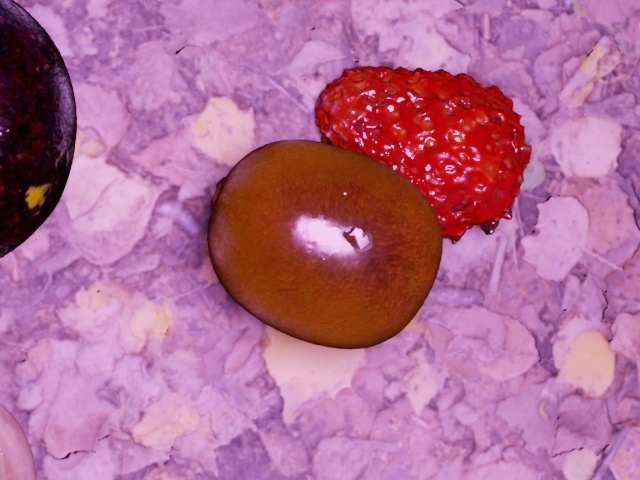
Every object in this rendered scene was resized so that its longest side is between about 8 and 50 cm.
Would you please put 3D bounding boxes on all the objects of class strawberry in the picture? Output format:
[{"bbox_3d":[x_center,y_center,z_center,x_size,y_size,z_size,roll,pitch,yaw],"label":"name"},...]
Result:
[{"bbox_3d":[0.113,-0.103,1.621,0.236,0.111,0.190,26,82,-13],"label":"strawberry"}]

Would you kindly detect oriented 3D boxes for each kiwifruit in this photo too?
[{"bbox_3d":[0.000,0.000,1.542,0.234,0.196,0.196,29,79,-7],"label":"kiwifruit"}]

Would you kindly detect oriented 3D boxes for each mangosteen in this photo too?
[{"bbox_3d":[-0.359,-0.103,1.397,0.288,0.288,0.288,1,86,-16],"label":"mangosteen"}]

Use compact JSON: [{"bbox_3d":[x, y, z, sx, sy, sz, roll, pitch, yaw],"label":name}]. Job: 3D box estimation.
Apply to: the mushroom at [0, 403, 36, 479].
[{"bbox_3d":[-0.366,0.216,1.423,0.206,0.209,0.206,3,62,-5],"label":"mushroom"}]
